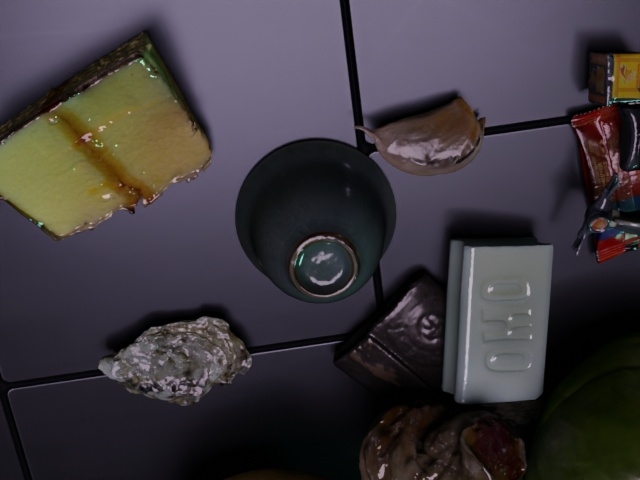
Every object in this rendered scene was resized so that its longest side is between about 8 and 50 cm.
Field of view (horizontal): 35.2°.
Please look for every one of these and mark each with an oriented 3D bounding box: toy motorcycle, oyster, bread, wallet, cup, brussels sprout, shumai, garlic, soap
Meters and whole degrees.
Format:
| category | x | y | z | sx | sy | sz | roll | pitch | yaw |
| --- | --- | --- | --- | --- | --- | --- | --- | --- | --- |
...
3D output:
| category | x | y | z | sx | sy | sz | roll | pitch | yaw |
| --- | --- | --- | --- | --- | --- | --- | --- | --- | --- |
| toy motorcycle | 0.383 | -0.087 | 1.177 | 0.157 | 0.091 | 0.263 | -1 | 103 | -4 |
| oyster | -0.180 | 0.157 | 1.277 | 0.177 | 0.064 | 0.125 | -23 | 109 | 4 |
| bread | -0.243 | -0.092 | 1.122 | 0.240 | 0.135 | 0.178 | -30 | 112 | 7 |
| wallet | 0.184 | 0.193 | 1.325 | 0.321 | 0.044 | 0.170 | 40 | 103 | -19 |
| cup | 0.000 | 0.000 | 1.172 | 0.199 | 0.150 | 0.199 | -2 | 114 | -4 |
| brussels sprout | 0.433 | 0.273 | 1.246 | 0.371 | 0.276 | 0.315 | 6 | 109 | -18 |
| shumai | 0.165 | 0.303 | 1.231 | 0.184 | 0.185 | 0.218 | -38 | 126 | -21 |
| garlic | 0.123 | -0.113 | 1.184 | 0.152 | 0.066 | 0.084 | -18 | 86 | 0 |
| soap | 0.217 | 0.097 | 1.247 | 0.119 | 0.066 | 0.198 | -1 | 102 | -13 |

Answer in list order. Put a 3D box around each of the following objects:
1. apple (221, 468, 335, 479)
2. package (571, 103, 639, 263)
| category | x | y | z | sx | sy | sz | roll | pitch | yaw |
| --- | --- | --- | --- | --- | --- | --- | --- | --- | --- |
| apple | -0.046 | 0.464 | 1.255 | 0.363 | 0.364 | 0.364 | -1 | 113 | -3 |
| package | 0.360 | -0.072 | 1.234 | 0.083 | 0.022 | 0.200 | -17 | 112 | -1 |
